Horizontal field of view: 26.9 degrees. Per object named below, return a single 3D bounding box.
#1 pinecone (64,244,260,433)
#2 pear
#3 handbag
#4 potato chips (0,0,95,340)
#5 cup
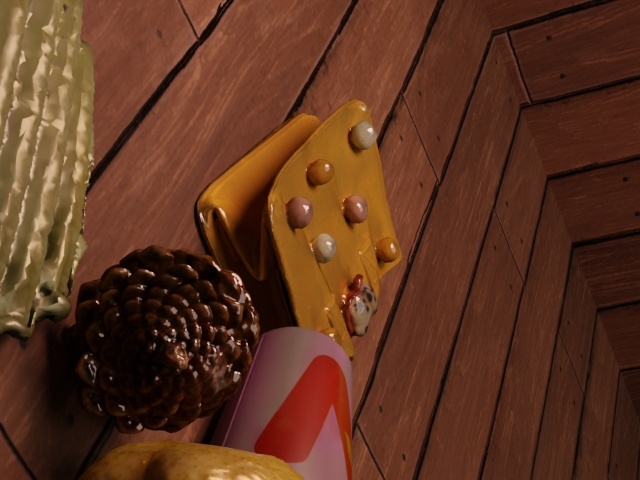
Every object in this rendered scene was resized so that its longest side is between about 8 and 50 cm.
[{"bbox_3d":[-0.149,0.099,1.322,0.168,0.186,0.212,58,1,15],"label":"pinecone"},{"bbox_3d":[-0.114,0.294,1.205,0.271,0.271,0.271,40,43,-53],"label":"pear"},{"bbox_3d":[0.000,0.000,1.761,0.401,0.133,0.283,-52,130,-60],"label":"handbag"},{"bbox_3d":[-0.304,-0.122,1.229,0.358,0.070,0.429,51,37,-51],"label":"potato chips"},{"bbox_3d":[-0.042,0.236,1.487,0.288,0.203,0.203,-80,148,-54],"label":"cup"}]
